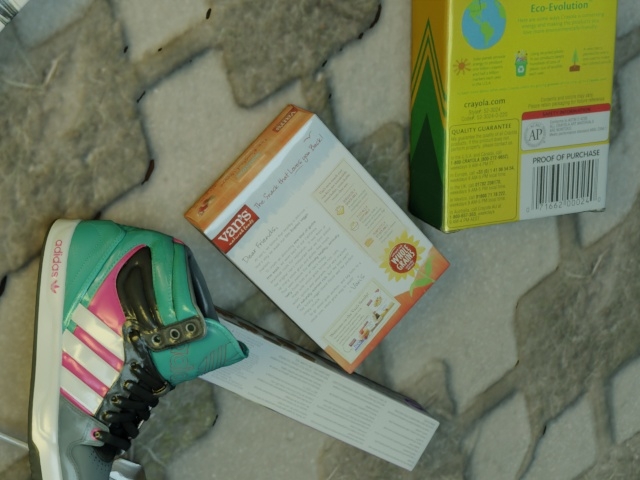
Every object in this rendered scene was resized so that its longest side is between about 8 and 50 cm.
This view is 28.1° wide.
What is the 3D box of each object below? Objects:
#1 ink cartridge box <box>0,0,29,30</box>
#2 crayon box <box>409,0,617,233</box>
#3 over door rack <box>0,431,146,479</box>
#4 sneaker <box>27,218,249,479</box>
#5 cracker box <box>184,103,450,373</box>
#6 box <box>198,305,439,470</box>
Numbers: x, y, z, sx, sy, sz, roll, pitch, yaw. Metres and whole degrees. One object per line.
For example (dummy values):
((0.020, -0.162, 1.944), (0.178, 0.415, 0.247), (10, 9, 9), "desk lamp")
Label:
((-0.330, -0.229, 1.030), (0.237, 0.100, 0.172), (-48, 119, -4), "ink cartridge box")
((0.196, -0.179, 1.295), (0.202, 0.081, 0.318), (-7, 110, -22), "crayon box")
((-0.339, 0.280, 1.186), (0.324, 0.108, 0.239), (26, 95, -29), "over door rack")
((-0.154, 0.123, 1.138), (0.179, 0.124, 0.295), (-2, 79, 7), "sneaker")
((0.000, 0.000, 1.272), (0.155, 0.067, 0.232), (-47, 120, -5), "cracker box")
((-0.023, 0.146, 1.309), (0.324, 0.063, 0.067), (27, 94, -29), "box")
